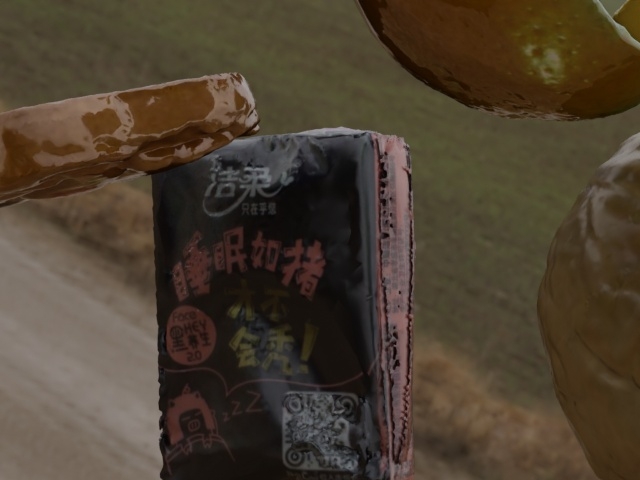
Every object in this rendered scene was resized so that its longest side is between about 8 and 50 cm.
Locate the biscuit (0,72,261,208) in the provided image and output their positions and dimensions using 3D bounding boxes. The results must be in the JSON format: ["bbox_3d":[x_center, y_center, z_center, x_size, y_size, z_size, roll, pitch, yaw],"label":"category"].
[{"bbox_3d":[-0.244,-0.059,1.244,0.455,0.078,0.350,-14,8,-35],"label":"biscuit"}]

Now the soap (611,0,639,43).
[{"bbox_3d":[0.432,-0.161,1.453,0.324,0.204,0.096,44,37,3],"label":"soap"}]

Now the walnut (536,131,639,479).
[{"bbox_3d":[0.289,0.063,1.028,0.277,0.252,0.313,-36,53,-24],"label":"walnut"}]

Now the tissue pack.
[{"bbox_3d":[-0.030,0.065,1.521,0.245,0.332,0.123,-2,-2,22],"label":"tissue pack"}]

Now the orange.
[{"bbox_3d":[0.100,-0.195,0.971,0.262,0.196,0.334,60,5,-18],"label":"orange"}]
